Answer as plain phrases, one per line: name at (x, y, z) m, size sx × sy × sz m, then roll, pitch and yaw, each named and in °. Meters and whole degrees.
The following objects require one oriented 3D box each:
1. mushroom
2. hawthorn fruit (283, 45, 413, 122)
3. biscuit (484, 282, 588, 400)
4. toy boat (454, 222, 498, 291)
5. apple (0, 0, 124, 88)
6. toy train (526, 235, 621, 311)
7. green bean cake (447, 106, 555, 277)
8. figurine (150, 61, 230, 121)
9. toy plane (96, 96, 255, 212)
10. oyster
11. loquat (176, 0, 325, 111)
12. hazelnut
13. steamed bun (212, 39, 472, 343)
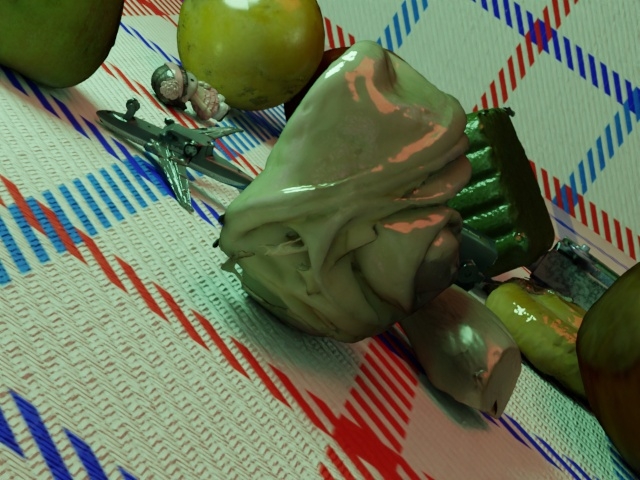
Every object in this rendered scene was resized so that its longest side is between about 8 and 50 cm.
mushroom at (0.141, 0.103, 1.413) m, size 0.247 × 0.108 × 0.096 m, roll 51°, pitch -16°, yaw 44°
hawthorn fruit at (0.042, -0.212, 2.085) m, size 0.261 × 0.224 × 0.224 m, roll 17°, pitch 2°, yaw 32°
biscuit at (0.366, 0.154, 1.799) m, size 0.274 × 0.091 × 0.213 m, roll 25°, pitch 14°, yaw -44°
toy boat at (0.142, -0.007, 1.806) m, size 0.246 × 0.093 × 0.103 m, roll 26°, pitch 23°, yaw -33°
apple at (-0.307, -0.281, 1.460) m, size 0.174 × 0.188 × 0.207 m, roll 36°, pitch 9°, yaw 24°
toy train at (0.471, 0.112, 2.151) m, size 0.300 × 0.131 × 0.202 m, roll 39°, pitch 6°, yaw 15°
green bean cake at (0.247, -0.071, 2.002) m, size 0.250 × 0.156 × 0.247 m, roll 70°, pitch 22°, yaw -2°
figurine at (-0.183, -0.200, 1.795) m, size 0.129 × 0.054 × 0.072 m, roll 32°, pitch 26°, yaw -47°
toy plane at (-0.153, -0.100, 1.485) m, size 0.226 × 0.058 × 0.226 m, roll 34°, pitch 29°, yaw -6°
oyster at (0.330, 0.099, 1.976) m, size 0.166 × 0.053 × 0.108 m, roll 28°, pitch -9°, yaw 16°
loquat at (-0.109, -0.313, 1.979) m, size 0.235 × 0.235 × 0.235 m, roll 33°, pitch 13°, yaw -9°
hazelnut at (0.488, 0.162, 1.572) m, size 0.366 × 0.366 × 0.366 m, roll 33°, pitch 13°, yaw -9°
steamed bun at (0.053, -0.031, 1.243) m, size 0.207 × 0.280 × 0.268 m, roll 35°, pitch -8°, yaw 8°
